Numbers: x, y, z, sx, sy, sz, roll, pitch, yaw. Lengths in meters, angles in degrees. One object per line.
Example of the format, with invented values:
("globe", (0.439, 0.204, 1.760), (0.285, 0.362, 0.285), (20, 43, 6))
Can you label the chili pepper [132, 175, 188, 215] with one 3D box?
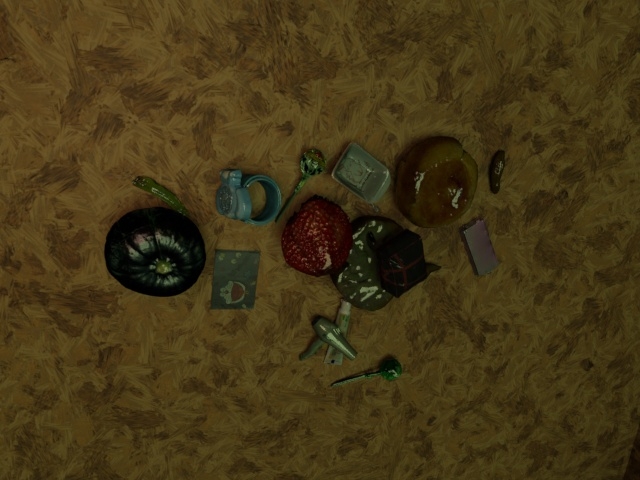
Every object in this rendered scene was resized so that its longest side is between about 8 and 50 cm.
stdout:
("chili pepper", (-0.521, -0.148, 1.465), (0.202, 0.050, 0.052), (41, 57, -24))

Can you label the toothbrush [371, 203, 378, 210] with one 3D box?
("toothbrush", (0.177, -0.174, 1.691), (0.011, 0.014, 0.167), (-46, 117, -16))

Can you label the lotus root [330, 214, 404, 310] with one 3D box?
("lotus root", (0.223, 0.090, 1.759), (0.375, 0.111, 0.390), (-6, 110, -20))

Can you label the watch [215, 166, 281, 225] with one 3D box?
("watch", (-0.234, -0.149, 1.495), (0.193, 0.211, 0.211), (-5, 113, -38))

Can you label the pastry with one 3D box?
("pastry", (0.439, -0.216, 1.683), (0.356, 0.164, 0.356), (-8, 111, -21))

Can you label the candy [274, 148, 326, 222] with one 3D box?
("candy", (-0.086, -0.191, 1.582), (0.091, 0.083, 0.305), (40, 107, 11))

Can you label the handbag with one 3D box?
("handbag", (0.295, 0.088, 1.641), (0.169, 0.155, 0.215), (-31, 125, -23))

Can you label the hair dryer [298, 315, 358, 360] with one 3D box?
("hair dryer", (0.039, 0.442, 1.805), (0.219, 0.088, 0.225), (24, 107, 13))

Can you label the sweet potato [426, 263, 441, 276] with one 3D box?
("sweet potato", (0.395, 0.157, 1.857), (0.249, 0.069, 0.059), (-33, 76, -3))

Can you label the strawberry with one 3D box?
("strawberry", (0.000, 0.000, 1.551), (0.238, 0.288, 0.250), (9, 127, -30))

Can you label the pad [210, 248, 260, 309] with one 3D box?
("pad", (-0.322, 0.150, 1.661), (0.170, 0.006, 0.245), (3, 109, -18))

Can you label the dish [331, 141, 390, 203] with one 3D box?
("dish", (0.149, -0.238, 1.622), (0.234, 0.064, 0.154), (33, 87, -24))

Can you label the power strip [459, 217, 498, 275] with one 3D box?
("power strip", (0.688, 0.031, 1.917), (0.109, 0.037, 0.279), (-30, 116, -4))

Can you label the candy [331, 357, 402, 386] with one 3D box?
("candy", (0.204, 0.602, 1.968), (0.323, 0.097, 0.097), (-14, 114, -3))

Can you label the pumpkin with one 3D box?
("pumpkin", (-0.531, 0.030, 1.428), (0.315, 0.238, 0.315), (-14, 131, -16))

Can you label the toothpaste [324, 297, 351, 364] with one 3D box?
("toothpaste", (0.082, 0.389, 1.853), (0.056, 0.058, 0.314), (-16, 123, -51))

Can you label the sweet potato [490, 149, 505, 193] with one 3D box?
("sweet potato", (0.719, -0.274, 1.805), (0.053, 0.054, 0.182), (-2, 113, -7))
